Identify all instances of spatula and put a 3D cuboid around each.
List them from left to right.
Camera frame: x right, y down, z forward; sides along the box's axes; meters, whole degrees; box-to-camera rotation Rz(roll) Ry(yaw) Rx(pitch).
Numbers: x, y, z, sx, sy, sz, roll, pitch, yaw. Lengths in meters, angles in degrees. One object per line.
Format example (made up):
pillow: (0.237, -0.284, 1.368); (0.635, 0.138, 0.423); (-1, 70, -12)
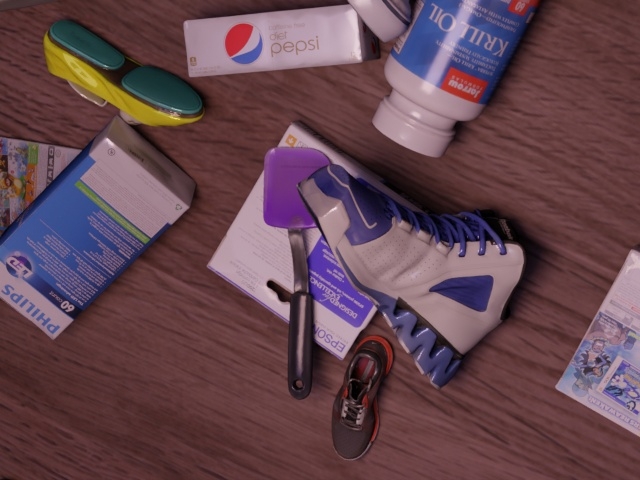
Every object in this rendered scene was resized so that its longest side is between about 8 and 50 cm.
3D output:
spatula: (-0.024, 0.040, 1.832); (0.084, 0.030, 0.297); (1, 100, 16)

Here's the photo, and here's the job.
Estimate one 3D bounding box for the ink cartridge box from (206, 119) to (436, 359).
ink cartridge box: (0.000, 0.000, 1.857); (0.206, 0.045, 0.208); (35, 107, 10)

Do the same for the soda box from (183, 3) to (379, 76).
soda box: (-0.046, -0.233, 1.816); (0.216, 0.074, 0.069); (-3, 99, 19)

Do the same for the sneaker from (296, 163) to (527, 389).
sneaker: (0.120, 0.007, 1.745); (0.182, 0.127, 0.315); (-37, 124, 3)

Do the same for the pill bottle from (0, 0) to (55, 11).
pill bottle: (-0.361, -0.473, 1.803); (0.224, 0.224, 0.392); (-10, 96, 20)

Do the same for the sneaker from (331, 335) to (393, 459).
sneaker: (0.040, 0.191, 1.867); (0.061, 0.065, 0.158); (15, 104, 16)

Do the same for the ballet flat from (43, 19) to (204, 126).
ballet flat: (-0.241, -0.185, 1.901); (0.231, 0.077, 0.077); (31, 129, 14)

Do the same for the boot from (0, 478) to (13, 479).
boot: (-0.410, 0.453, 2.059); (0.178, 0.085, 0.236); (-38, 80, 23)

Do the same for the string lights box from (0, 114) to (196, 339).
string lights box: (-0.289, -0.013, 1.915); (0.133, 0.077, 0.259); (42, 112, -16)

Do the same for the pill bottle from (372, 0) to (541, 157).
pill bottle: (0.146, -0.208, 1.729); (0.124, 0.124, 0.221); (29, 108, 12)

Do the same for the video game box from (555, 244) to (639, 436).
video game box: (0.395, 0.135, 1.746); (0.205, 0.048, 0.187); (30, 106, 12)

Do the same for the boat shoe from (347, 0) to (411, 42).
boat shoe: (0.042, -0.400, 1.717); (0.156, 0.136, 0.367); (-30, 69, 13)

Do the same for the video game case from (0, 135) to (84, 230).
video game case: (-0.362, -0.066, 1.986); (0.166, 0.015, 0.119); (10, 103, 17)
